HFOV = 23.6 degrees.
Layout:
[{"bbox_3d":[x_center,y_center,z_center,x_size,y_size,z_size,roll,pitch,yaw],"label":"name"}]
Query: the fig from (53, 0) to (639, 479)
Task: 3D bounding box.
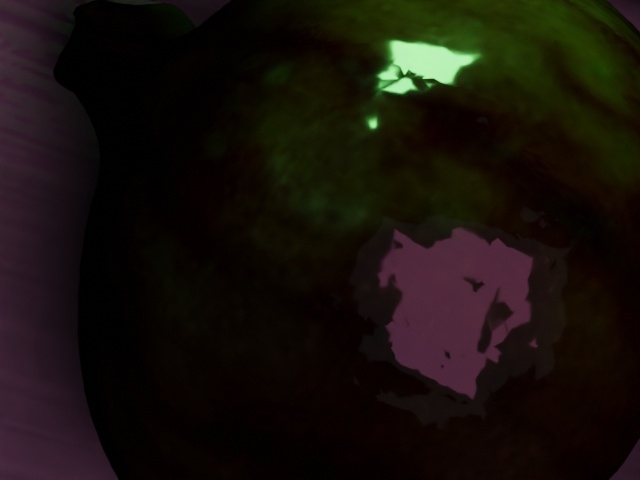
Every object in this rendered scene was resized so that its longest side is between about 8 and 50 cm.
[{"bbox_3d":[0.013,0.012,0.489,0.214,0.235,0.235,24,89,-21],"label":"fig"}]
